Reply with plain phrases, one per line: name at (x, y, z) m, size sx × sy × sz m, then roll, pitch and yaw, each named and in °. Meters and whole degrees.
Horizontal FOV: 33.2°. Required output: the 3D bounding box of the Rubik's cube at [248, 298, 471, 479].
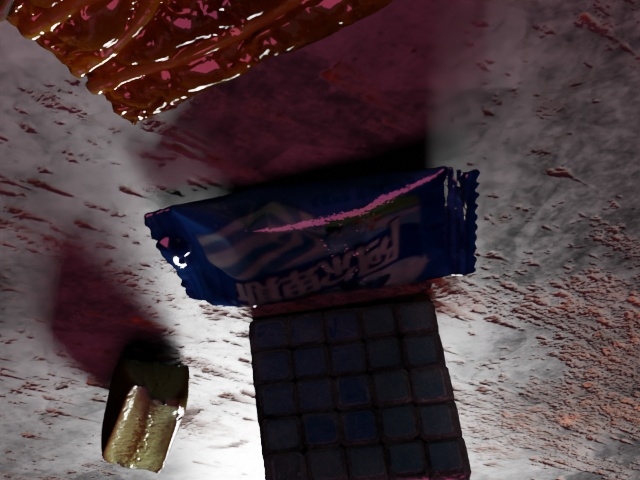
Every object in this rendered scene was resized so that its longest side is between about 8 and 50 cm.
Rubik's cube at (0.042, 0.236, 1.327) m, size 0.237 × 0.237 × 0.238 m, roll -8°, pitch 147°, yaw -2°

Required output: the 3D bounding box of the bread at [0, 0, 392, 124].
bread at (-0.073, -0.205, 0.740) m, size 0.274 × 0.114 × 0.185 m, roll -24°, pitch 145°, yaw 20°

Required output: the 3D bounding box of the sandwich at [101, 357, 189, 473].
sandwich at (-0.223, 0.214, 1.369) m, size 0.094 × 0.096 × 0.258 m, roll 9°, pitch 145°, yaw -14°

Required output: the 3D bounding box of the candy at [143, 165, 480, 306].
candy at (0.000, 0.000, 1.105) m, size 0.331 × 0.077 × 0.187 m, roll -8°, pitch 145°, yaw 5°
